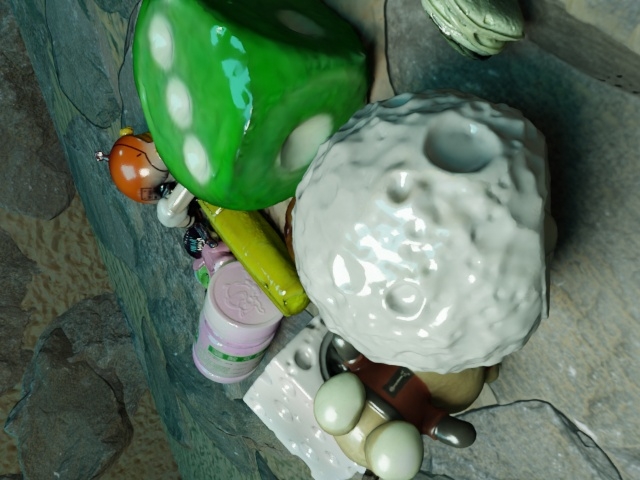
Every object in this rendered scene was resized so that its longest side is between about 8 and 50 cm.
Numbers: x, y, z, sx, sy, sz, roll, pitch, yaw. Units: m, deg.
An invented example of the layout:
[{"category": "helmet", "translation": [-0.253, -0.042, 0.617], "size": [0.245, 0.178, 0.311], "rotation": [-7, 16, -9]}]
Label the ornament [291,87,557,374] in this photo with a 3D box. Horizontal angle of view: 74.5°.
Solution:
[{"category": "ornament", "translation": [0.120, -0.010, 0.524], "size": [0.337, 0.337, 0.337], "rotation": [25, 127, 39]}]

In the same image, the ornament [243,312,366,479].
[{"category": "ornament", "translation": [0.033, 0.284, 0.831], "size": [0.240, 0.239, 0.240], "rotation": [44, 139, 10]}]

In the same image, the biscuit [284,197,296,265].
[{"category": "biscuit", "translation": [0.000, 0.000, 0.830], "size": [0.212, 0.036, 0.212], "rotation": [22, 123, 38]}]

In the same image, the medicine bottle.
[{"category": "medicine bottle", "translation": [-0.226, 0.231, 1.149], "size": [0.212, 0.212, 0.325], "rotation": [48, 137, 20]}]

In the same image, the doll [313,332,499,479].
[{"category": "doll", "translation": [0.130, 0.217, 0.644], "size": [0.235, 0.330, 0.174], "rotation": [34, 137, 23]}]

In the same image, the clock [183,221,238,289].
[{"category": "clock", "translation": [-0.333, 0.059, 1.268], "size": [0.195, 0.100, 0.194], "rotation": [45, 139, 25]}]

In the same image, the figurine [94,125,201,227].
[{"category": "figurine", "translation": [-0.482, -0.186, 1.228], "size": [0.323, 0.196, 0.320], "rotation": [41, 143, 12]}]

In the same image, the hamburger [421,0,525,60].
[{"category": "hamburger", "translation": [0.175, -0.273, 0.490], "size": [0.062, 0.133, 0.140], "rotation": [-42, 32, 53]}]

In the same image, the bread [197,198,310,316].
[{"category": "bread", "translation": [-0.152, 0.012, 1.018], "size": [0.383, 0.112, 0.166], "rotation": [48, 165, 20]}]

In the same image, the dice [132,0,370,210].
[{"category": "dice", "translation": [-0.115, -0.251, 0.707], "size": [0.300, 0.287, 0.297], "rotation": [47, 138, 20]}]
